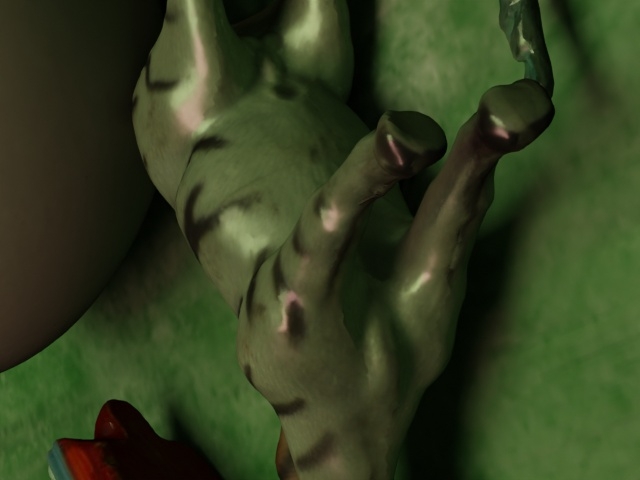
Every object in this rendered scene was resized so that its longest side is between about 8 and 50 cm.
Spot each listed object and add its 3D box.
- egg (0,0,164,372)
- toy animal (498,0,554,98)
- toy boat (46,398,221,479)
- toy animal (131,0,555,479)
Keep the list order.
[{"bbox_3d":[-0.145,-0.047,0.606,0.176,0.176,0.232,47,139,36],"label":"egg"},{"bbox_3d":[0.096,-0.141,0.383,0.253,0.070,0.079,-47,31,45],"label":"toy animal"},{"bbox_3d":[-0.051,0.135,0.601,0.173,0.069,0.059,47,114,37],"label":"toy boat"},{"bbox_3d":[0.008,-0.003,0.491,0.170,0.089,0.255,-39,61,58],"label":"toy animal"}]
